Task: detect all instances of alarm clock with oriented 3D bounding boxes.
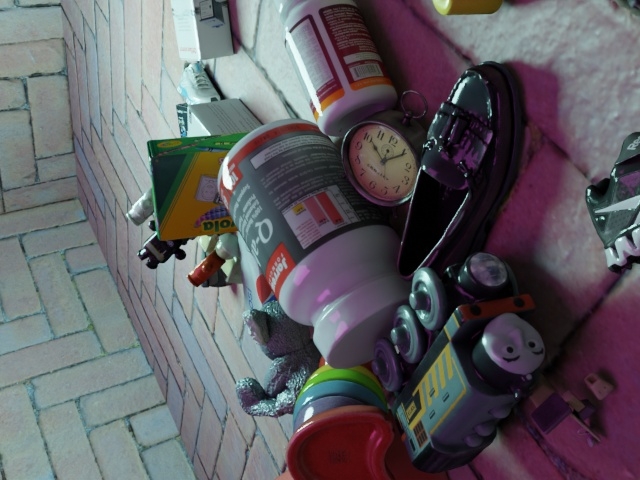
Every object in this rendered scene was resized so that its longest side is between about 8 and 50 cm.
[{"bbox_3d":[0.102,-0.127,0.916,0.129,0.064,0.192,40,141,15],"label":"alarm clock"}]

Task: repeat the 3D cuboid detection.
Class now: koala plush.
[{"bbox_3d":[-0.061,0.215,1.318,0.203,0.196,0.221,-11,94,51],"label":"koala plush"}]

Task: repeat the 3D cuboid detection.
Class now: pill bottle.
[{"bbox_3d":[0.016,-0.272,0.961,0.121,0.121,0.221,-44,64,60],"label":"pill bottle"},{"bbox_3d":[0.000,0.000,1.040,0.363,0.210,0.210,58,149,29],"label":"pill bottle"}]

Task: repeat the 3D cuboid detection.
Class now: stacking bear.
[{"bbox_3d":[0.043,0.267,1.093,0.289,0.164,0.176,-73,-20,-67],"label":"stacking bear"}]

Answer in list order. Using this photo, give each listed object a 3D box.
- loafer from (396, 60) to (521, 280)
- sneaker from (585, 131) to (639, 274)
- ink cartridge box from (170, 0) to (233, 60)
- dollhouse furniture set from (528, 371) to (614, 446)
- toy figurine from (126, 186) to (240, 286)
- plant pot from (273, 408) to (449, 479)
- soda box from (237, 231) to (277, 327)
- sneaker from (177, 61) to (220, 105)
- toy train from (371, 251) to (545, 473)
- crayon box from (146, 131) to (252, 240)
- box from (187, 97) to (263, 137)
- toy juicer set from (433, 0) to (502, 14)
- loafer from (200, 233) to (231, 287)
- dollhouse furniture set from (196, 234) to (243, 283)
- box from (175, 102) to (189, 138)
[{"bbox_3d":[0.162,-0.067,0.824,0.109,0.095,0.303,47,142,41],"label":"loafer"},{"bbox_3d":[0.309,-0.060,0.571,0.106,0.078,0.234,64,153,15],"label":"sneaker"},{"bbox_3d":[-0.255,-0.481,1.404,0.139,0.082,0.191,26,128,56],"label":"ink cartridge box"},{"bbox_3d":[0.298,0.186,0.800,0.081,0.091,0.114,40,-171,-21],"label":"dollhouse furniture set"},{"bbox_3d":[-0.287,-0.029,1.429,0.148,0.213,0.210,-42,49,16],"label":"toy figurine"},{"bbox_3d":[0.057,0.457,1.143,0.275,0.243,0.275,38,136,50],"label":"plant pot"},{"bbox_3d":[-0.109,0.072,1.414,0.098,0.091,0.286,34,133,51],"label":"soda box"},{"bbox_3d":[-0.284,-0.363,1.542,0.190,0.071,0.083,41,132,47],"label":"sneaker"},{"bbox_3d":[0.173,0.161,0.850,0.334,0.142,0.190,108,148,-51],"label":"toy train"},{"bbox_3d":[-0.165,-0.104,1.214,0.081,0.278,0.165,-122,28,-54],"label":"crayon box"},{"bbox_3d":[-0.195,-0.177,1.414,0.182,0.119,0.181,50,145,39],"label":"box"},{"bbox_3d":[0.136,-0.422,0.709,0.209,0.089,0.329,-121,20,-53],"label":"toy juicer set"},{"bbox_3d":[-0.262,0.002,1.705,0.096,0.084,0.268,-90,5,-60],"label":"loafer"},{"bbox_3d":[-0.181,-0.014,1.544,0.182,0.101,0.161,46,117,43],"label":"dollhouse furniture set"},{"bbox_3d":[-0.280,-0.237,1.616,0.220,0.051,0.175,25,126,56],"label":"box"}]
